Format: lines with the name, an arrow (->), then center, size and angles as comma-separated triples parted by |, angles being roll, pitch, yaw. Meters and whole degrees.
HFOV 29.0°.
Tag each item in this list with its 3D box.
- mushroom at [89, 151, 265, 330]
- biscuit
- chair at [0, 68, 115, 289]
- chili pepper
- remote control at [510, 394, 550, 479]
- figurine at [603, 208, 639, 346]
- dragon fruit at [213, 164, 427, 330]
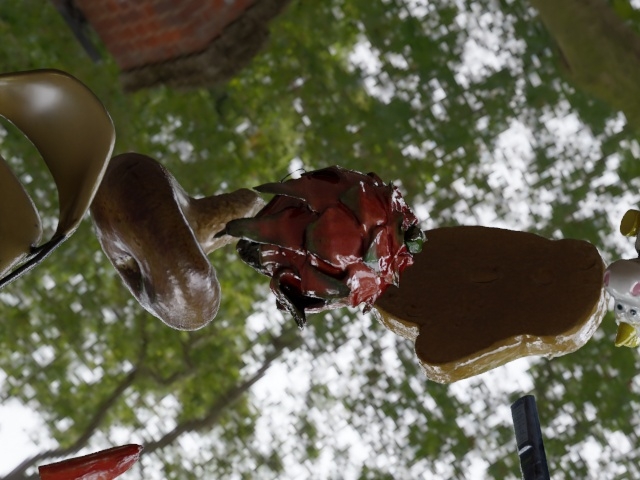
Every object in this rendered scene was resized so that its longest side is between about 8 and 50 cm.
mushroom -> -0.222, -0.024, 1.796 | 0.267, 0.267, 0.255 | 3, -122, 53
biscuit -> 0.221, 0.090, 1.714 | 0.343, 0.057, 0.287 | 5, -137, 25
chair -> -0.304, -0.036, 1.049 | 0.247, 0.159, 0.172 | -26, -166, 45
chili pepper -> -0.364, 0.365, 1.999 | 0.168, 0.088, 0.065 | -21, -124, 0
remote control -> 0.253, 0.262, 1.477 | 0.043, 0.027, 0.153 | 116, -27, -57
figurine -> 0.399, 0.049, 1.506 | 0.109, 0.130, 0.178 | 17, -110, 30
dragon fruit -> 0.000, 0.000, 1.578 | 0.274, 0.192, 0.193 | -1, -163, -5
